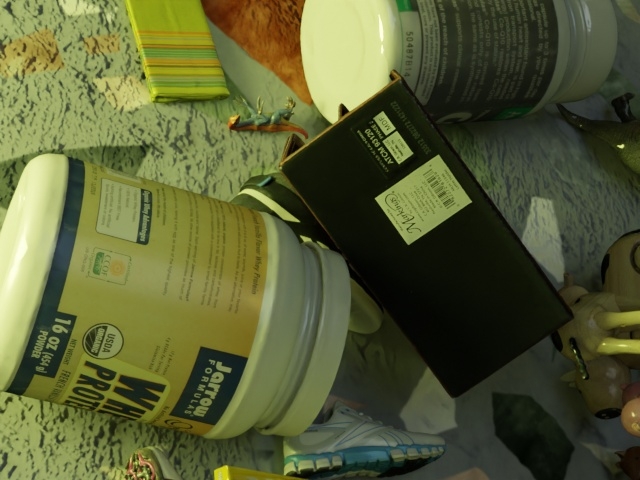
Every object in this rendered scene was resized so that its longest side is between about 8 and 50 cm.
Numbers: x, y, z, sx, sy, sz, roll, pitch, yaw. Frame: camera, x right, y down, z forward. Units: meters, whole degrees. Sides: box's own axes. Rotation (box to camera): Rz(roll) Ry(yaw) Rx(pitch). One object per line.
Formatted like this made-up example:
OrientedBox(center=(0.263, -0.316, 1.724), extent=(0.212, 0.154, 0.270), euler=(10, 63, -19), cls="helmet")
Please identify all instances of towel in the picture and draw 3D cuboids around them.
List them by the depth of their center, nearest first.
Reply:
OrientedBox(center=(-0.184, -0.269, 1.472), extent=(0.102, 0.021, 0.237), euler=(-4, 66, -34), cls="towel")

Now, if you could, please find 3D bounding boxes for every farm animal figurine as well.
OrientedBox(center=(0.357, 0.114, 1.427), extent=(0.330, 0.172, 0.327), euler=(57, 43, -39), cls="farm animal figurine")

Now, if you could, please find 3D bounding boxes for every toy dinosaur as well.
OrientedBox(center=(-0.066, -0.140, 1.451), extent=(0.082, 0.047, 0.090), euler=(-35, 94, -17), cls="toy dinosaur")
OrientedBox(center=(0.470, -0.128, 1.661), extent=(0.313, 0.121, 0.160), euler=(25, 43, -18), cls="toy dinosaur")

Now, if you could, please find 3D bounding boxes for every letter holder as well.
OrientedBox(center=(0.107, -0.021, 1.320), extent=(0.152, 0.214, 0.302), euler=(-36, 100, 8), cls="letter holder")

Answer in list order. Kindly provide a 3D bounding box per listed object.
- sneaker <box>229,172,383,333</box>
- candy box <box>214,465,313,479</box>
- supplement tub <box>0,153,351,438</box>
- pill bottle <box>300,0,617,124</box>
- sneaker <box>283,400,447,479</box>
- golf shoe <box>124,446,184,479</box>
OrientedBox(center=(0.000, 0.000, 1.385), extent=(0.217, 0.079, 0.121), euler=(36, 54, -5), cls="sneaker")
OrientedBox(center=(-0.017, 0.288, 1.223), extent=(0.206, 0.027, 0.105), euler=(18, 53, -39), cls="candy box")
OrientedBox(center=(-0.152, 0.062, 1.186), extent=(0.316, 0.228, 0.228), euler=(16, 59, -18), cls="supplement tub")
OrientedBox(center=(0.175, -0.246, 1.522), extent=(0.361, 0.204, 0.204), euler=(-7, 68, -29), cls="pill bottle")
OrientedBox(center=(0.046, 0.207, 1.309), extent=(0.190, 0.071, 0.083), euler=(1, 59, -26), cls="sneaker")
OrientedBox(center=(-0.124, 0.279, 1.193), extent=(0.086, 0.067, 0.186), euler=(-24, 84, -49), cls="golf shoe")
